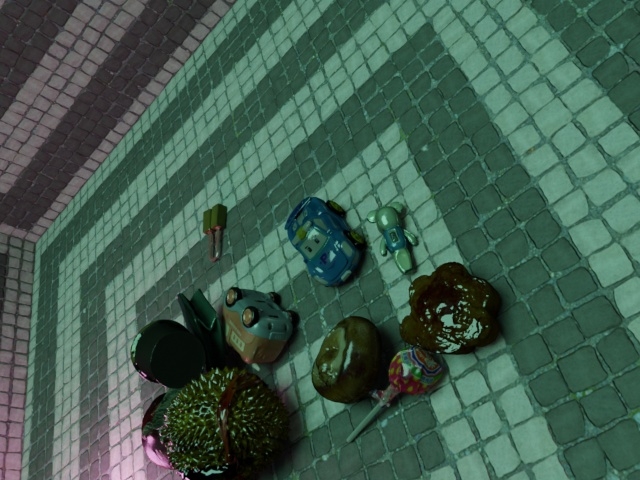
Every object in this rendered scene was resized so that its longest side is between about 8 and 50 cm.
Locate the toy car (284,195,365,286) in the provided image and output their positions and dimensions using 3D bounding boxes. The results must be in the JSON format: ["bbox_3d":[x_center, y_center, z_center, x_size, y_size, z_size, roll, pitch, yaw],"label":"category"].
[{"bbox_3d":[0.000,0.000,1.851,0.198,0.165,0.314,-51,44,22],"label":"toy car"}]

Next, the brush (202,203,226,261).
[{"bbox_3d":[-0.431,-0.026,2.392,0.103,0.047,0.234,-24,56,37],"label":"brush"}]

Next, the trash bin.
[{"bbox_3d":[-0.506,0.370,1.949,0.333,0.214,0.214,-10,63,65],"label":"trash bin"}]

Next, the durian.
[{"bbox_3d":[-0.278,0.545,1.738,0.347,0.383,0.348,176,90,-85],"label":"durian"}]

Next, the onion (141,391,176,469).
[{"bbox_3d":[-0.534,0.654,2.066,0.271,0.195,0.272,-9,69,25],"label":"onion"}]

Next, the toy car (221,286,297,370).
[{"bbox_3d":[-0.221,0.285,1.944,0.270,0.180,0.213,39,110,47],"label":"toy car"}]

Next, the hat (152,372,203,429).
[{"bbox_3d":[-0.430,0.540,1.966,0.265,0.128,0.265,-44,15,15],"label":"hat"}]

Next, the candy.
[{"bbox_3d":[0.171,0.415,1.541,0.365,0.124,0.124,-56,41,28],"label":"candy"}]

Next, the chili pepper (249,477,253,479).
[{"bbox_3d":[-0.244,0.766,1.818,0.100,0.074,0.257,-20,54,43],"label":"chili pepper"}]

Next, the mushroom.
[{"bbox_3d":[0.074,0.322,1.607,0.253,0.153,0.253,-52,19,27],"label":"mushroom"}]

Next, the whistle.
[{"bbox_3d":[0.215,-0.005,1.698,0.113,0.077,0.236,-21,60,5],"label":"whistle"}]

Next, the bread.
[{"bbox_3d":[0.325,0.170,1.451,0.246,0.135,0.232,1,73,47],"label":"bread"}]

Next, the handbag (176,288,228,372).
[{"bbox_3d":[-0.407,0.315,2.066,0.326,0.089,0.239,25,128,63],"label":"handbag"}]
